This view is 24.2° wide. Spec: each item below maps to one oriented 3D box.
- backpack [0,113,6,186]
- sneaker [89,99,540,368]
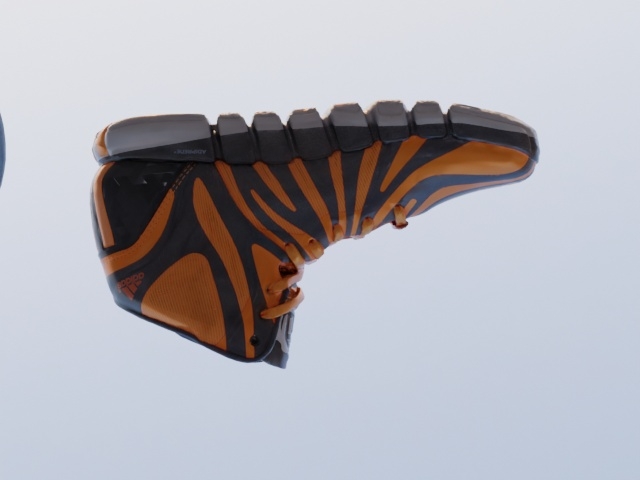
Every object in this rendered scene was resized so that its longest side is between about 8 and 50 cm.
[{"bbox_3d":[-0.222,-0.024,0.463,0.213,0.263,0.276,38,-76,0],"label":"backpack"},{"bbox_3d":[0.000,0.000,1.067,0.321,0.124,0.180,-4,-97,2],"label":"sneaker"}]
